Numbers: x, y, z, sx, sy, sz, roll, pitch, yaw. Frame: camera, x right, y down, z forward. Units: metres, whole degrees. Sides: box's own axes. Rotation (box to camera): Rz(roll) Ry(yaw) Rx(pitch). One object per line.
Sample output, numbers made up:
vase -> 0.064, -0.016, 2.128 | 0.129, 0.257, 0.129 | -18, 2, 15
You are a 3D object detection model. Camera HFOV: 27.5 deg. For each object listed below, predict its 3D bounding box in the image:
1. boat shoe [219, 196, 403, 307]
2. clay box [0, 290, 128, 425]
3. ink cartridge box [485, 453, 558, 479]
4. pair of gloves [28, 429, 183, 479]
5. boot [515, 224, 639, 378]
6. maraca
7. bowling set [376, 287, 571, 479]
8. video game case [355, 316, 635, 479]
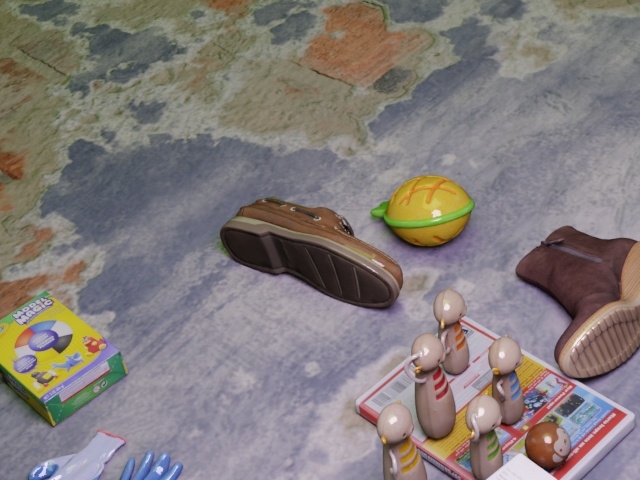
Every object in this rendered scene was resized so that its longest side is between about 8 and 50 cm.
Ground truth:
boat shoe -> 0.000, 0.000, 1.853 | 0.307, 0.111, 0.104 | 20, 51, 32
clay box -> -0.384, 0.153, 1.814 | 0.127, 0.053, 0.222 | -36, 46, -27
ink cartridge box -> 0.171, 0.349, 1.370 | 0.212, 0.154, 0.093 | -34, 45, -25
pair of gloves -> -0.275, 0.308, 1.631 | 0.198, 0.023, 0.159 | 18, 48, 30
boot -> 0.335, 0.076, 1.723 | 0.248, 0.090, 0.207 | -37, 35, -28
maraca -> 0.147, -0.046, 1.888 | 0.127, 0.099, 0.185 | -15, 14, -20
bowling set -> 0.193, 0.179, 1.524 | 0.199, 0.154, 0.287 | 4, 43, 18
video game case -> 0.212, 0.214, 1.618 | 0.204, 0.025, 0.285 | -36, 45, -27
